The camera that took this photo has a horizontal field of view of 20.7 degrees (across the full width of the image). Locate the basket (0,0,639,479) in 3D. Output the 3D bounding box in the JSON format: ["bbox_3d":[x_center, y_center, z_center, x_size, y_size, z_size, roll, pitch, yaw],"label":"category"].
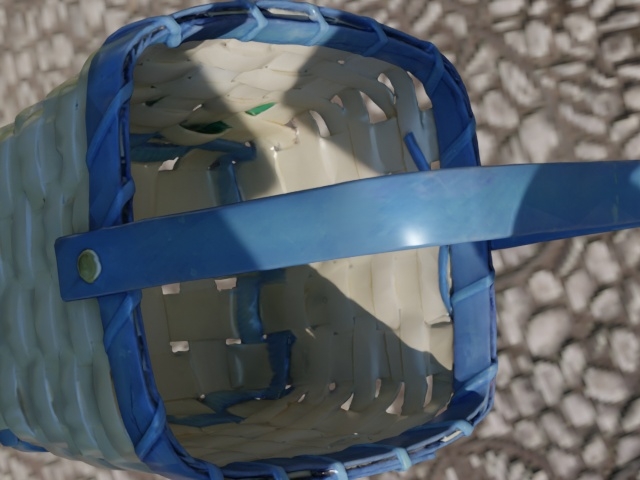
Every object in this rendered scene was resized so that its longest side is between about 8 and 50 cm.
[{"bbox_3d":[0.000,0.000,0.715,0.289,0.255,0.201,-5,89,38],"label":"basket"}]
